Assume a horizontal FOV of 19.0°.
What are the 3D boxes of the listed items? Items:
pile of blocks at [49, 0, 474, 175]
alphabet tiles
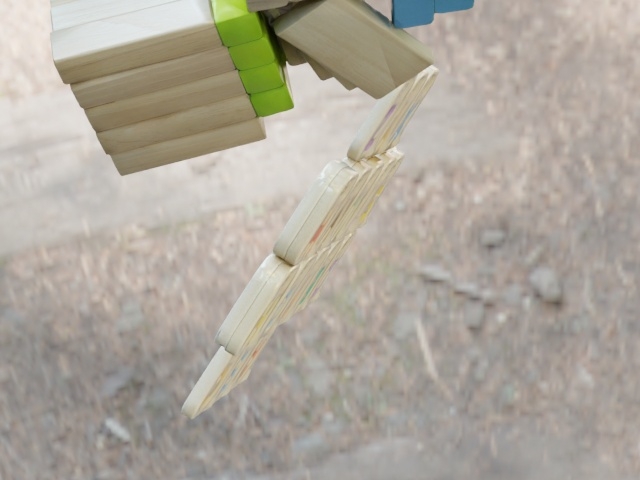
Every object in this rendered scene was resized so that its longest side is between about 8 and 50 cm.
[{"bbox_3d":[0.015,-0.167,0.961,0.362,0.149,0.112,-29,52,25],"label":"pile of blocks"},{"bbox_3d":[0.000,0.000,1.324,0.021,0.284,0.278,34,100,5],"label":"alphabet tiles"}]
